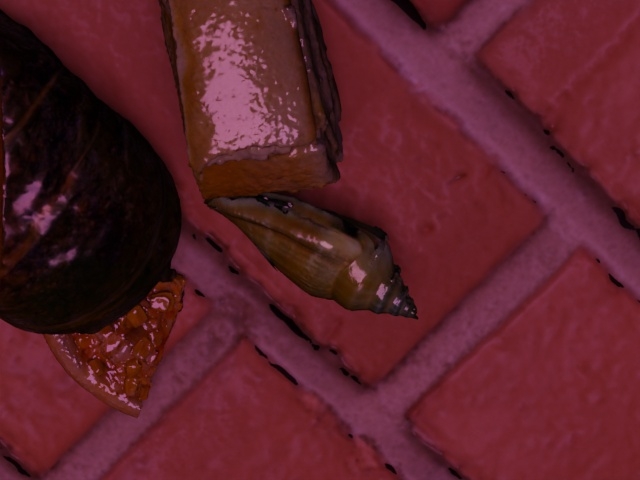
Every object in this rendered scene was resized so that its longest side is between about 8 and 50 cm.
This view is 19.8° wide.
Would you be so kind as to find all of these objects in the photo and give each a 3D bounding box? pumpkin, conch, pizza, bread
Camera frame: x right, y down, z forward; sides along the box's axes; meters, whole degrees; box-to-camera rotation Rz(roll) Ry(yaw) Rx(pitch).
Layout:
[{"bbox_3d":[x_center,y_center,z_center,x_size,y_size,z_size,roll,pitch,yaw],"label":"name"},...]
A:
[{"bbox_3d":[-0.186,-0.054,1.479,0.163,0.111,0.278,-2,96,-14],"label":"pumpkin"},{"bbox_3d":[0.000,0.004,1.543,0.201,0.095,0.079,28,70,-13],"label":"conch"},{"bbox_3d":[-0.173,0.071,1.576,0.131,0.041,0.178,-17,110,-2],"label":"pizza"},{"bbox_3d":[-0.061,-0.156,1.436,0.124,0.186,0.257,-13,102,3],"label":"bread"}]
